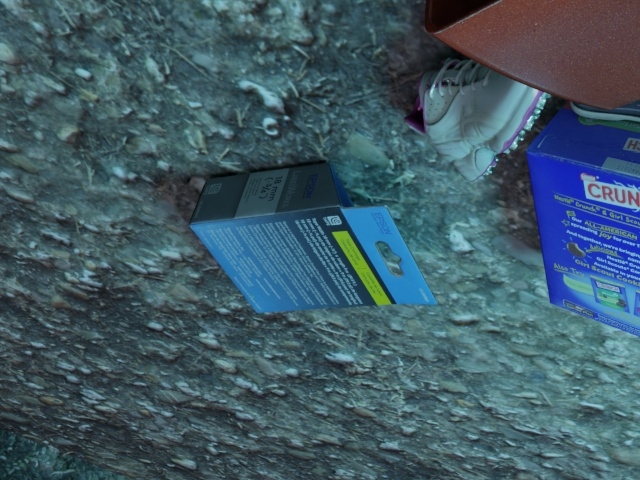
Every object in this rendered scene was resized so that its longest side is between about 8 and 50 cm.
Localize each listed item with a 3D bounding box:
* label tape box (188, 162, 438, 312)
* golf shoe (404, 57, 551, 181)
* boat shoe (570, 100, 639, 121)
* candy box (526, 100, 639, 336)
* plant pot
[{"bbox_3d":[0.000,0.000,1.341,0.333,0.106,0.240,-5,139,27],"label":"label tape box"},{"bbox_3d":[0.183,-0.167,1.003,0.140,0.115,0.306,32,161,1],"label":"golf shoe"},{"bbox_3d":[0.389,-0.177,0.975,0.206,0.075,0.065,5,145,25],"label":"boat shoe"},{"bbox_3d":[0.421,-0.007,1.078,0.268,0.122,0.317,22,152,35],"label":"candy box"},{"bbox_3d":[0.274,-0.271,0.765,0.267,0.267,0.236,-19,142,39],"label":"plant pot"}]
